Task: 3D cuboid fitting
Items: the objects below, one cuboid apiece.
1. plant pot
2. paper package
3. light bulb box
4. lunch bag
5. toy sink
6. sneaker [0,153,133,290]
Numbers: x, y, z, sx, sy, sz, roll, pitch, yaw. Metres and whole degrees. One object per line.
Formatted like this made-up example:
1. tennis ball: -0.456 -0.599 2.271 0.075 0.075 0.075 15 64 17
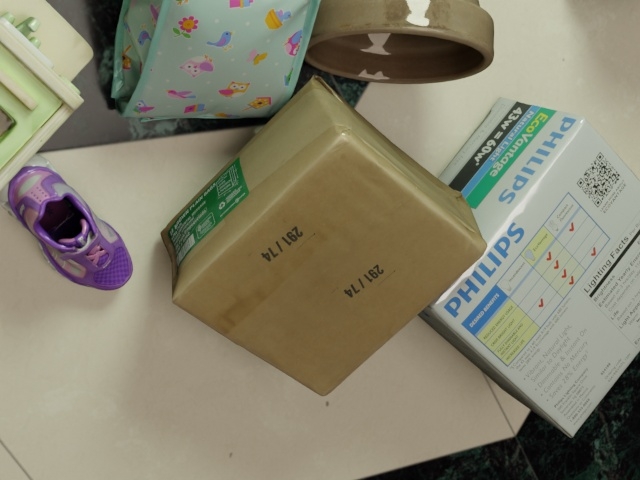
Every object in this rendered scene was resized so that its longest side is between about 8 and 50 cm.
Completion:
1. plant pot: 0.105 -0.350 1.468 0.263 0.263 0.229 6 85 -27
2. paper package: 0.000 0.000 1.481 0.325 0.168 0.309 -44 122 16
3. light bulb box: 0.331 0.036 1.680 0.361 0.225 0.358 42 85 -28
4. lunch bag: -0.140 -0.260 1.402 0.223 0.160 0.262 -4 141 -26
5. toy sink: -0.385 -0.188 1.319 0.234 0.131 0.153 -48 119 -7
6. sneaker: -0.313 -0.005 1.406 0.095 0.104 0.236 -48 134 -12
